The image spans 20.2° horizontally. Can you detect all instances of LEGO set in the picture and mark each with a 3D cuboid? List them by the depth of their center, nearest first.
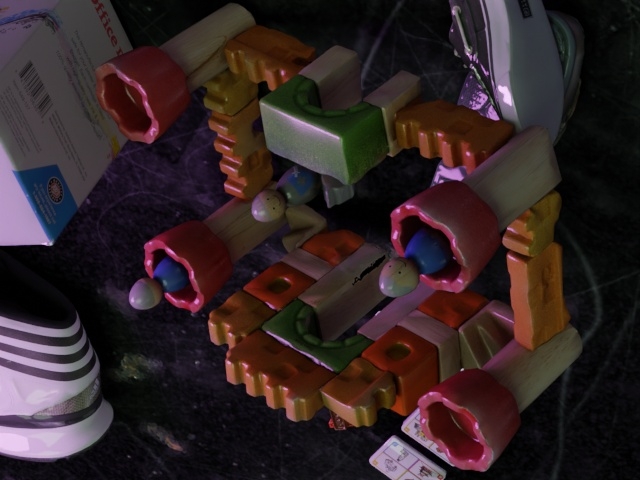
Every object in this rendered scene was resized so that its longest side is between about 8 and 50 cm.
[{"bbox_3d":[0.069,0.155,1.964,0.244,0.060,0.182,35,123,-8],"label":"LEGO set"}]

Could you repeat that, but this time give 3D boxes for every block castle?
[{"bbox_3d":[0.000,0.000,1.622,0.453,0.213,0.303,26,142,36],"label":"block castle"}]

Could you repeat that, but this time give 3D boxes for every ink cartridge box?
[{"bbox_3d":[-0.303,-0.132,1.739,0.168,0.233,0.171,-1,129,29],"label":"ink cartridge box"}]

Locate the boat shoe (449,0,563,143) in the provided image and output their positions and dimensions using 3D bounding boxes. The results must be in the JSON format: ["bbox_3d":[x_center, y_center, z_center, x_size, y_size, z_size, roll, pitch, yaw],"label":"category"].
[{"bbox_3d":[0.152,-0.180,1.548,0.070,0.077,0.219,-13,88,43],"label":"boat shoe"}]

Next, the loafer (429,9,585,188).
[{"bbox_3d":[0.176,-0.103,1.654,0.096,0.084,0.268,43,127,25],"label":"loafer"}]

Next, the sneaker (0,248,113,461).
[{"bbox_3d":[-0.470,0.107,2.113,0.447,0.169,0.258,2,121,14],"label":"sneaker"}]
